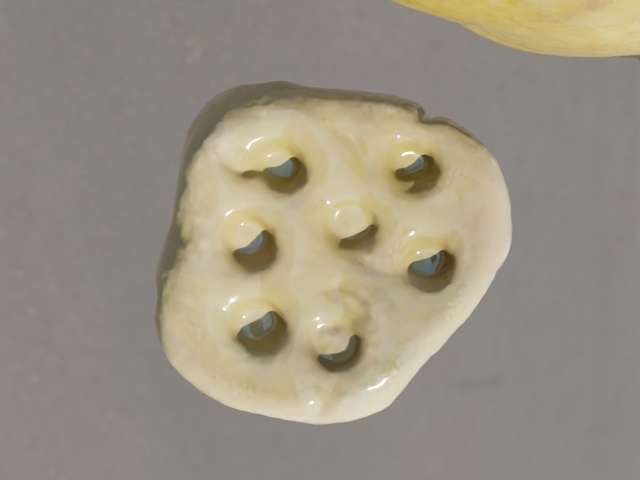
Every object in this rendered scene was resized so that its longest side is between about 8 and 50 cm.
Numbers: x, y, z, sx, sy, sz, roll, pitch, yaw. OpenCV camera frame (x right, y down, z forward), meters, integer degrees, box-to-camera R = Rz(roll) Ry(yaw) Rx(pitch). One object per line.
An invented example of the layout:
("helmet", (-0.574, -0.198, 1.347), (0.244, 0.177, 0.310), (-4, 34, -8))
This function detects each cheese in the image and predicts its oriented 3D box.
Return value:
("cheese", (0.000, 0.000, 1.188), (0.235, 0.218, 0.117), (-26, -178, -4))

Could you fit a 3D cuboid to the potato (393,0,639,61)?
("potato", (0.170, -0.189, 1.049), (0.296, 0.397, 0.290), (-41, 162, -54))
